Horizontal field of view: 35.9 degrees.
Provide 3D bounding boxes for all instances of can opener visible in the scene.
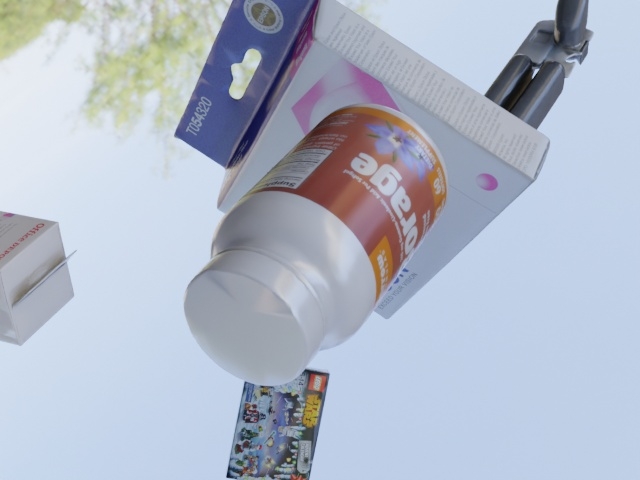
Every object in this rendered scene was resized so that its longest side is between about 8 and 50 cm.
[{"bbox_3d":[0.243,-0.203,1.129,0.076,0.095,0.283,16,-136,24],"label":"can opener"}]

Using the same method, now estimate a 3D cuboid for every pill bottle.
[{"bbox_3d":[0.000,0.000,0.695,0.121,0.121,0.216,-24,-162,40],"label":"pill bottle"}]

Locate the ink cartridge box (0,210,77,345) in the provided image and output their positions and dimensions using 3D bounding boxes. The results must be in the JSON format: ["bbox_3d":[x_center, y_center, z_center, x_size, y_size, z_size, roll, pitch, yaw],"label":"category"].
[{"bbox_3d":[-0.311,0.032,0.944,0.143,0.090,0.092,11,-145,21],"label":"ink cartridge box"}]

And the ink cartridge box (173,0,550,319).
[{"bbox_3d":[0.011,-0.086,1.016,0.071,0.330,0.324,-61,-175,-35],"label":"ink cartridge box"}]

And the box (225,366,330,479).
[{"bbox_3d":[-0.048,0.205,1.106,0.027,0.094,0.137,-162,-98,-84],"label":"box"}]
